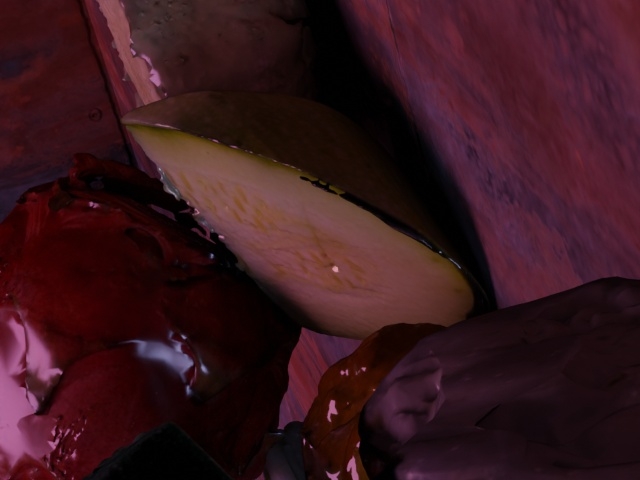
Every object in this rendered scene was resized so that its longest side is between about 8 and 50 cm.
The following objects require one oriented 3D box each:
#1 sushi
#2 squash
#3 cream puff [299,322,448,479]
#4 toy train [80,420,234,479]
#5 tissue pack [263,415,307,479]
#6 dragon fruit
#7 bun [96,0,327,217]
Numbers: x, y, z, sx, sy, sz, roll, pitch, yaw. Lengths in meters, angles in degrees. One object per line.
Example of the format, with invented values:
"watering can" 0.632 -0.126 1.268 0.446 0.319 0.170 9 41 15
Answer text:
"sushi" 0.119 0.150 0.738 0.348 0.234 0.207 -121 13 -70
"squash" 0.000 0.000 1.294 0.237 0.204 0.155 48 -153 -32
"cream puff" 0.074 0.168 1.252 0.241 0.155 0.269 60 166 27
"toy train" -0.078 0.268 1.320 0.238 0.167 0.299 41 156 28
"tissue pack" 0.083 0.348 1.585 0.287 0.162 0.388 -123 16 -52
"dragon fruit" -0.161 0.092 1.512 0.295 0.296 0.301 -123 46 -54
"bun" -0.079 -0.151 1.454 0.259 0.152 0.259 63 174 12
